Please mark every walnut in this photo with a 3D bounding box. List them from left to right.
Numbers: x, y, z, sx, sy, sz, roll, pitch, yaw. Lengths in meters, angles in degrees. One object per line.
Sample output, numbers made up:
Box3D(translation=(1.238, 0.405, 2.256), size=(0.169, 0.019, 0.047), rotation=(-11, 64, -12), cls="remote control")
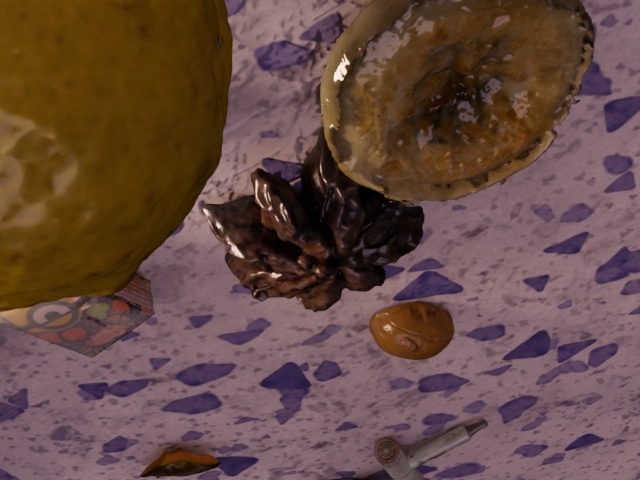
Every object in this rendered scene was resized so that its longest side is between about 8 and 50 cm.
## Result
Box3D(translation=(0.120, 0.124, 1.418), size=(0.121, 0.052, 0.091), rotation=(11, 141, -27), cls="walnut")

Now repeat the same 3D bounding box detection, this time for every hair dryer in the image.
Box3D(translation=(0.188, 0.326, 1.728), size=(0.183, 0.044, 0.155), rotation=(-22, 146, 7), cls="hair dryer")

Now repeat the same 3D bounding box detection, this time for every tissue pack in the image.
Box3D(translation=(-0.269, 0.064, 1.202), size=(0.109, 0.060, 0.148), rotation=(-32, 140, 26), cls="tissue pack")

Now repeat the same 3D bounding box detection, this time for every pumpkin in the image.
Box3D(translation=(-0.201, 0.317, 1.597), size=(0.101, 0.035, 0.073), rotation=(3, 153, -27), cls="pumpkin")

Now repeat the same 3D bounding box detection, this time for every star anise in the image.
Box3D(translation=(-0.001, 0.000, 1.167), size=(0.236, 0.109, 0.223), rotation=(14, 139, -30), cls="star anise")

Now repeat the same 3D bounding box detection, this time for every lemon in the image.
Box3D(translation=(-0.238, -0.120, 0.717), size=(0.387, 0.350, 0.350), rotation=(-5, 145, -27), cls="lemon")

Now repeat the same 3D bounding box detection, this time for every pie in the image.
Box3D(translation=(0.128, -0.141, 1.031), size=(0.274, 0.055, 0.274), rotation=(-12, 136, -12), cls="pie")

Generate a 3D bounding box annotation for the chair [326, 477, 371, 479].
Box3D(translation=(0.001, 0.467, 1.822), size=(0.213, 0.149, 0.174), rotation=(-55, 141, -14), cls="chair")
